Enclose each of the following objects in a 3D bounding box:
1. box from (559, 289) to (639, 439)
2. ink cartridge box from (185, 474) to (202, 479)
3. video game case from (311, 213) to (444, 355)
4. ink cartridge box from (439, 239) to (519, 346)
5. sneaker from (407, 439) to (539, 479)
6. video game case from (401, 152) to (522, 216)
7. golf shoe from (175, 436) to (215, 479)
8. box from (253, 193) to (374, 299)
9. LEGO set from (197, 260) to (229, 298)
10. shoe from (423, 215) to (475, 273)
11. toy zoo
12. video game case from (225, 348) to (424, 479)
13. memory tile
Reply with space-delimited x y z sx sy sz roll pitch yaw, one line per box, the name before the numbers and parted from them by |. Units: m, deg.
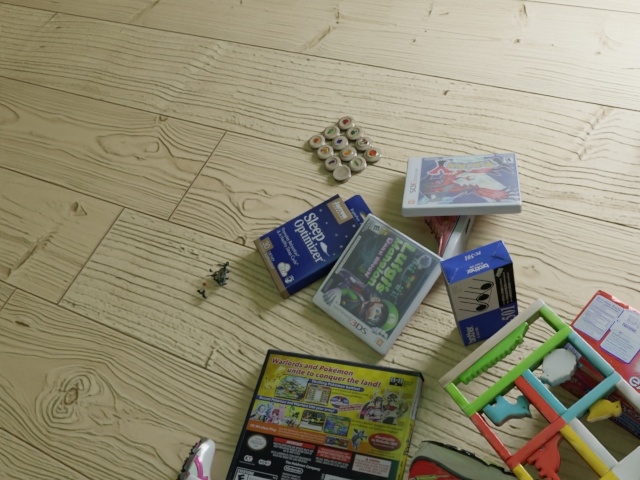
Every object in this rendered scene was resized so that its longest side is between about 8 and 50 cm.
box | 0.466 0.202 1.031 0.257 0.122 0.128 34 75 33
ink cartridge box | -0.147 0.494 0.961 0.198 0.197 0.270 23 61 15
video game case | 0.097 0.072 1.266 0.173 0.022 0.190 35 92 32
ink cartridge box | 0.248 0.086 1.127 0.097 0.207 0.046 -20 53 5
sneaker | 0.250 0.378 1.023 0.279 0.107 0.118 17 83 30
video game case | 0.251 -0.102 1.313 0.201 0.023 0.183 -1 35 12
golf shoe | -0.196 0.407 1.162 0.086 0.067 0.186 20 60 -4
box | 0.000 0.000 1.373 0.225 0.036 0.136 -29 54 -3
LEGO set | -0.198 0.076 1.400 0.083 0.023 0.054 -38 51 8
shoe | 0.218 -0.017 1.298 0.081 0.063 0.178 10 56 25
toy zoo | 0.321 0.238 0.974 0.192 0.030 0.293 -39 55 -1
video game case | 0.007 0.309 1.169 0.275 0.035 0.248 5 60 22
memory tile | 0.048 -0.187 1.493 0.113 0.012 0.148 -32 54 -4
